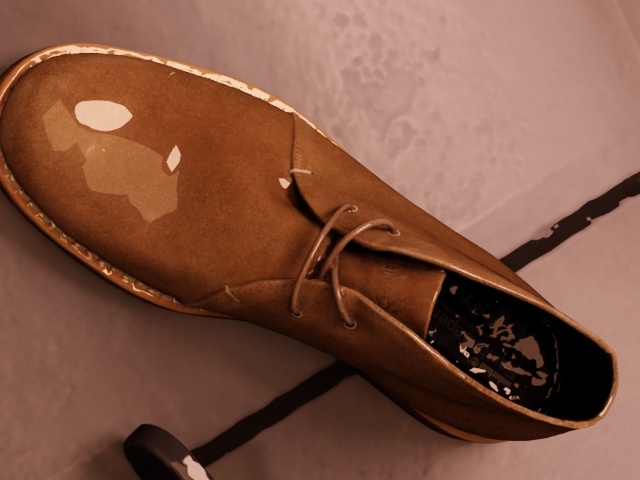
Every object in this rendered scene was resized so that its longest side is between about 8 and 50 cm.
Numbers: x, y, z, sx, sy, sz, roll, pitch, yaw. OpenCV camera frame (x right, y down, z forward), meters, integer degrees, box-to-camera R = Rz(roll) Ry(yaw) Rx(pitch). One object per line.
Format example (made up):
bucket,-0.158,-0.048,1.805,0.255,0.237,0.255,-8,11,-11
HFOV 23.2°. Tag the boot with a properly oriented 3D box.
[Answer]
boot,0.000,0.000,0.683,0.305,0.115,0.112,28,81,-17

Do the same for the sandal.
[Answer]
sandal,-0.019,0.148,0.700,0.040,0.067,0.179,-39,99,-29
